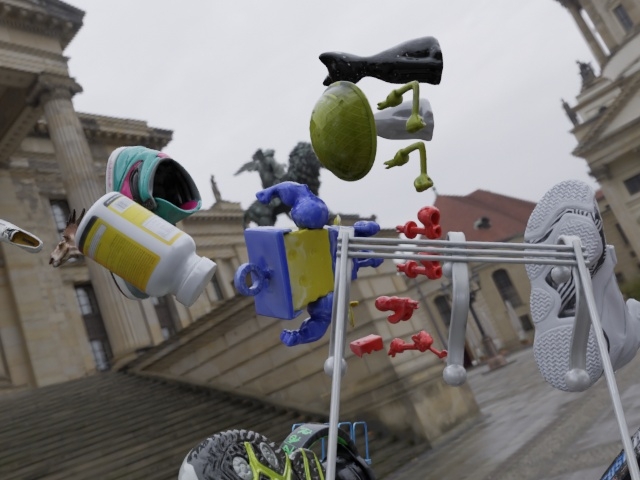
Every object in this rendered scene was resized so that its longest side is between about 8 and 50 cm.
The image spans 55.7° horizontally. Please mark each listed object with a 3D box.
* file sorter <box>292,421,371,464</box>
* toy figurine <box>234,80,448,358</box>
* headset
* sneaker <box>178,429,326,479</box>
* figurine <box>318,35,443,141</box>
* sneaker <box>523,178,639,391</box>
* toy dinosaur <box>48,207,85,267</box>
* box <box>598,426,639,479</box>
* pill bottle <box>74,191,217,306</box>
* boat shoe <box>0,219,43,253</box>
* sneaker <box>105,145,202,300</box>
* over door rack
[{"bbox_3d":[0.025,0.504,1.495,0.171,0.104,0.118,-7,-16,19],"label":"file sorter"},{"bbox_3d":[0.000,0.000,0.712,0.217,0.362,0.191,-15,15,-35],"label":"toy figurine"},{"bbox_3d":[0.037,0.518,1.117,0.185,0.394,0.243,1,38,36],"label":"headset"},{"bbox_3d":[-0.086,0.359,0.809,0.147,0.145,0.384,-35,-34,1],"label":"sneaker"},{"bbox_3d":[0.104,-0.263,1.113,0.210,0.092,0.214,-4,-39,-1],"label":"figurine"},{"bbox_3d":[0.480,0.080,1.094,0.210,0.365,0.137,6,-8,-41],"label":"sneaker"},{"bbox_3d":[-0.485,-0.017,1.435,0.296,0.127,0.200,-15,25,-31],"label":"toy dinosaur"},{"bbox_3d":[0.606,0.417,0.935,0.295,0.293,0.073,-64,-11,19],"label":"box"},{"bbox_3d":[-0.247,0.017,0.871,0.103,0.184,0.103,-58,-1,-2],"label":"pill bottle"},{"bbox_3d":[-0.494,-0.010,0.966,0.100,0.035,0.035,29,-23,-17],"label":"boat shoe"},{"bbox_3d":[-0.301,-0.032,1.122,0.179,0.295,0.124,0,6,37],"label":"sneaker"},{"bbox_3d":[0.118,0.118,0.493,0.240,0.324,0.108,1,-51,5],"label":"over door rack"}]
